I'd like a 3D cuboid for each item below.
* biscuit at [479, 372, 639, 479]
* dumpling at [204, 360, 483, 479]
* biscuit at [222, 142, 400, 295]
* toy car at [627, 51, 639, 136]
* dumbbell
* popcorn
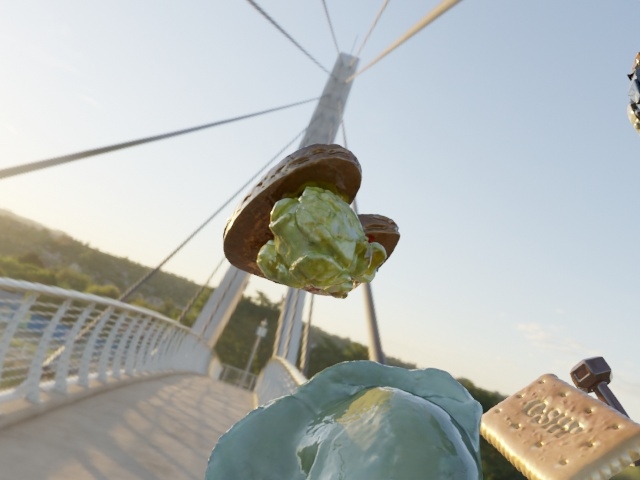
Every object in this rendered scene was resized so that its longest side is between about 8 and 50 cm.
[{"bbox_3d":[0.331,0.268,0.898,0.030,0.160,0.249,59,-5,-11],"label":"biscuit"},{"bbox_3d":[0.057,0.251,0.597,0.270,0.211,0.320,58,18,-4],"label":"dumpling"},{"bbox_3d":[0.008,-0.011,0.927,0.277,0.052,0.262,24,-48,-37],"label":"biscuit"},{"bbox_3d":[0.551,-0.165,0.928,0.117,0.301,0.193,-18,-31,-5],"label":"toy car"},{"bbox_3d":[0.615,0.353,1.330,0.082,0.092,0.231,16,37,-37],"label":"dumbbell"},{"bbox_3d":[0.000,0.000,0.794,0.162,0.136,0.141,4,-22,12],"label":"popcorn"}]
